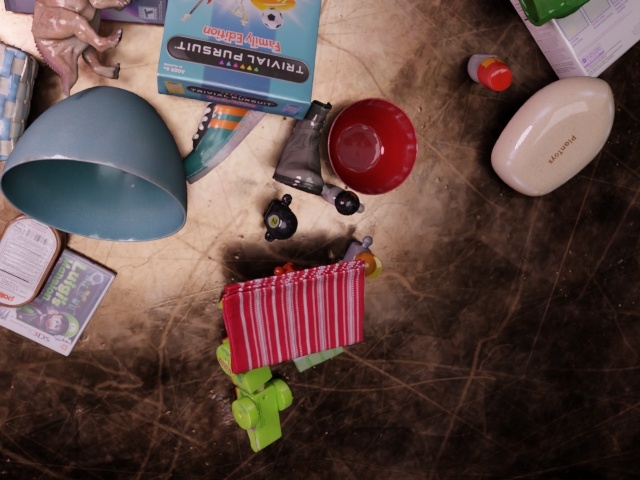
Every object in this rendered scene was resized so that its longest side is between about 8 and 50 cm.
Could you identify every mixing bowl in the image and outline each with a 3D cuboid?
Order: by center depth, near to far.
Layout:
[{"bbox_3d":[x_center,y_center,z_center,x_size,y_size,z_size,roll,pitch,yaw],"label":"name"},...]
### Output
[{"bbox_3d":[0.090,-0.182,1.121,0.181,0.098,0.182,-2,98,-13],"label":"mixing bowl"}]

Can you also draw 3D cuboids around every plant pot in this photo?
[{"bbox_3d":[-0.364,-0.144,0.976,0.290,0.290,0.196,8,65,-13],"label":"plant pot"}]

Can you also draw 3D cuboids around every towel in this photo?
[{"bbox_3d":[-0.043,0.144,1.063,0.274,0.031,0.199,-11,122,-17],"label":"towel"},{"bbox_3d":[-0.026,0.196,1.226,0.113,0.023,0.152,-23,108,-3],"label":"towel"}]

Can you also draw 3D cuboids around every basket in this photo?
[{"bbox_3d":[-0.623,-0.239,0.910,0.288,0.201,0.255,12,98,-26],"label":"basket"}]

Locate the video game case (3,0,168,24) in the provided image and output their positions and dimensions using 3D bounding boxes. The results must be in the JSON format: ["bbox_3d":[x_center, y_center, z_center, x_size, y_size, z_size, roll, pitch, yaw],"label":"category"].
[{"bbox_3d":[-0.400,-0.481,0.971,0.274,0.026,0.196,0,120,-12],"label":"video game case"}]

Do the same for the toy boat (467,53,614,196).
[{"bbox_3d":[0.427,-0.259,1.155,0.318,0.148,0.267,38,111,-19],"label":"toy boat"}]

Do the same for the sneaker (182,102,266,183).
[{"bbox_3d":[-0.174,-0.245,1.060,0.121,0.108,0.302,41,84,-15],"label":"sneaker"}]

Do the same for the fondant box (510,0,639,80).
[{"bbox_3d":[0.517,-0.518,1.140,0.238,0.096,0.330,-40,107,0],"label":"fondant box"}]

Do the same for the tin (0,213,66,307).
[{"bbox_3d":[-0.549,0.036,1.054,0.106,0.040,0.190,28,96,-11],"label":"tin"}]

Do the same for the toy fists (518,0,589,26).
[{"bbox_3d":[0.397,-0.533,1.019,0.142,0.096,0.279,-29,108,8],"label":"toy fists"}]

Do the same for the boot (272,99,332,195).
[{"bbox_3d":[-0.025,-0.178,1.029,0.083,0.246,0.161,19,102,-15],"label":"boot"}]

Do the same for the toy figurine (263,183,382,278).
[{"bbox_3d":[0.000,0.000,1.120,0.209,0.148,0.213,-16,104,-7],"label":"toy figurine"}]

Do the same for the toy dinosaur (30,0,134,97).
[{"bbox_3d":[-0.407,-0.374,0.909,0.200,0.127,0.296,14,87,-16],"label":"toy dinosaur"}]

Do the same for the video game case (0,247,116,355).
[{"bbox_3d":[-0.520,0.106,1.104,0.173,0.022,0.191,31,94,-16],"label":"video game case"}]

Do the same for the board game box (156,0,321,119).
[{"bbox_3d":[-0.129,-0.400,0.986,0.253,0.079,0.336,7,79,-13],"label":"board game box"}]

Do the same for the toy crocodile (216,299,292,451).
[{"bbox_3d":[-0.144,0.277,1.178,0.115,0.105,0.341,-26,114,-37],"label":"toy crocodile"}]
